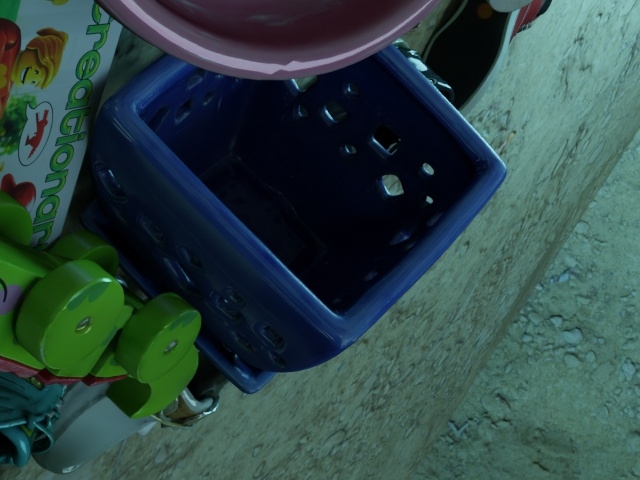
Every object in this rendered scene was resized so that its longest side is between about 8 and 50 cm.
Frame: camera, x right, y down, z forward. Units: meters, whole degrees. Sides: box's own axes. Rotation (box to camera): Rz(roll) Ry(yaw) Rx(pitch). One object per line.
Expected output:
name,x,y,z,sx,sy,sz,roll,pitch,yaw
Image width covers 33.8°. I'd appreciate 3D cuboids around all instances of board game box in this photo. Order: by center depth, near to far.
board game box,-0.225,-0.066,0.652,0.193,0.053,0.305,-24,143,-55

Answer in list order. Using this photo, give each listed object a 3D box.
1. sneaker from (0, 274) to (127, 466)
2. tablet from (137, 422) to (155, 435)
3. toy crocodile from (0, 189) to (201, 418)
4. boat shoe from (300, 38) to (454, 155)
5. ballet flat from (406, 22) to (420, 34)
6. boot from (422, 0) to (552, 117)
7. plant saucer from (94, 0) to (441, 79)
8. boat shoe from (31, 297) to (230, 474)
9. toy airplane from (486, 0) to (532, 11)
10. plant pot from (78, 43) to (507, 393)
sneaker,-0.242,0.125,0.816,0.275,0.110,0.107,-39,153,-37
tablet,-0.191,0.185,1.156,0.054,0.006,0.083,-51,159,-11
toy crocodile,-0.175,0.050,0.694,0.105,0.115,0.340,-55,161,-2
boat shoe,0.012,-0.079,1.055,0.340,0.113,0.127,-41,156,-32
ballet flat,0.073,-0.268,0.972,0.073,0.067,0.206,-48,157,-17
boot,0.211,-0.244,1.283,0.244,0.088,0.176,-63,159,10
plant saucer,-0.027,-0.262,0.599,0.332,0.084,0.332,-15,117,-31
boat shoe,-0.143,0.119,0.957,0.302,0.103,0.113,-43,151,7
toy airplane,0.186,-0.361,0.795,0.386,0.272,0.384,-10,132,-62
plant pot,-0.038,-0.032,0.827,0.236,0.236,0.212,-44,180,-35
